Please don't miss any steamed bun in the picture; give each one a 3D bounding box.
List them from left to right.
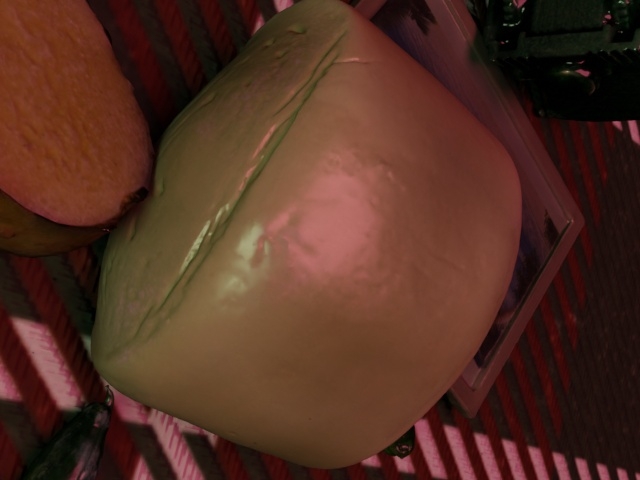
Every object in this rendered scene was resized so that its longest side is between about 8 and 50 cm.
[{"bbox_3d":[0.000,0.000,0.479,0.200,0.154,0.250,35,76,-32],"label":"steamed bun"}]

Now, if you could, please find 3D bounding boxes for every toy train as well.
[{"bbox_3d":[0.240,-0.253,0.719,0.178,0.138,0.331,36,62,-52],"label":"toy train"}]

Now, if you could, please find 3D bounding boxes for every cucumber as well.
[{"bbox_3d":[-0.150,0.147,0.445,0.037,0.037,0.155,48,62,-31],"label":"cucumber"}]

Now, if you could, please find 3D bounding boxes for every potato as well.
[{"bbox_3d":[-0.169,-0.080,0.391,0.200,0.081,0.164,59,26,-21],"label":"potato"}]

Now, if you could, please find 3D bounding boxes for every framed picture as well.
[{"bbox_3d":[0.095,-0.045,0.664,0.315,0.024,0.232,52,60,-29],"label":"framed picture"}]

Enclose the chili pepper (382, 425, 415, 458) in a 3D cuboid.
[{"bbox_3d":[0.039,0.110,0.613,0.118,0.035,0.055,50,44,-35],"label":"chili pepper"}]
